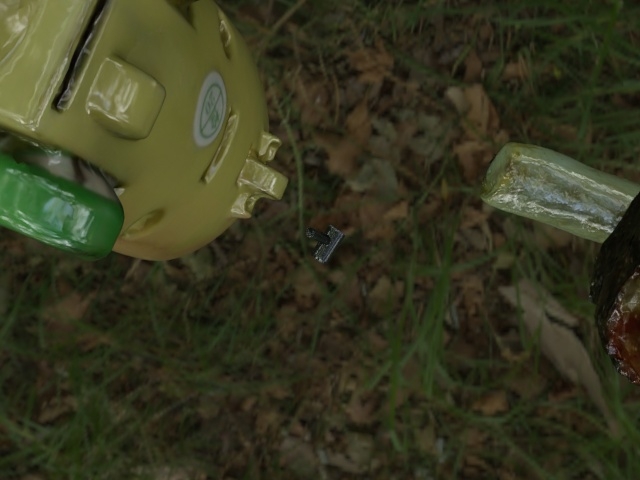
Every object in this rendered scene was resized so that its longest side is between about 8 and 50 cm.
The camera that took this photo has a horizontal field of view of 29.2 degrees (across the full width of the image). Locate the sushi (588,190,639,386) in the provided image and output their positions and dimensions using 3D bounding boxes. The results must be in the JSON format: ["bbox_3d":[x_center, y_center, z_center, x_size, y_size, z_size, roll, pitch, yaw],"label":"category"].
[{"bbox_3d":[0.375,-0.017,1.009,0.196,0.182,0.343,27,109,-14],"label":"sushi"}]

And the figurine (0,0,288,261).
[{"bbox_3d":[-0.132,-0.072,0.505,0.222,0.324,0.124,19,85,17],"label":"figurine"}]

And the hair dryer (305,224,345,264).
[{"bbox_3d":[0.000,0.000,1.525,0.026,0.083,0.047,32,91,22],"label":"hair dryer"}]

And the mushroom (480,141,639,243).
[{"bbox_3d":[0.361,-0.047,1.597,0.312,0.081,0.100,18,122,-14],"label":"mushroom"}]
